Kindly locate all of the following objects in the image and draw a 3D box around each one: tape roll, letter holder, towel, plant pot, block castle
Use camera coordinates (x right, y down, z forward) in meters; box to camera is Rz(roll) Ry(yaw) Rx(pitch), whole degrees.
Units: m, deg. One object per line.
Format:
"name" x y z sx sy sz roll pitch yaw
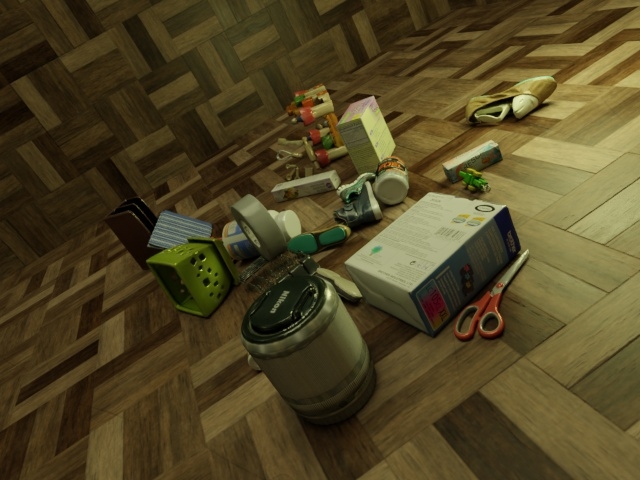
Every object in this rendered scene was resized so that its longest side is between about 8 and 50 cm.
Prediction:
"tape roll" -0.202 -0.042 1.613 0.072 0.219 0.219 -37 28 -15
"letter holder" -0.779 -0.038 2.223 0.214 0.302 0.152 -9 33 35
"towel" -0.611 -0.024 2.180 0.336 0.243 0.040 -101 30 -62
"plant pot" -0.431 0.109 1.730 0.228 0.227 0.207 4 35 48
"block castle" -0.025 -0.567 2.416 0.213 0.303 0.453 -20 28 4

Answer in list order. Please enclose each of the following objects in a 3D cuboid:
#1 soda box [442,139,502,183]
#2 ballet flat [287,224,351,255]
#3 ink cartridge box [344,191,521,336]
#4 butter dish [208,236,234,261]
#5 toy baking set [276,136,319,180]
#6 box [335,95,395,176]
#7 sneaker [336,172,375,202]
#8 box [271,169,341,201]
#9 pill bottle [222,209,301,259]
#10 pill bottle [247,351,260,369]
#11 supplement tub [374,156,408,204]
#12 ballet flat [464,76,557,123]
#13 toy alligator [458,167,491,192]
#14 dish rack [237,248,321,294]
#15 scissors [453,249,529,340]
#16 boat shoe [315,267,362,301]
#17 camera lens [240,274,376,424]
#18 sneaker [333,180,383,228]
"soda box" 0.503 -0.261 1.639 0.183 0.058 0.063 -27 27 6
"ballet flat" 0.000 0.000 1.681 0.232 0.080 0.073 -13 3 25
"ink cartridge box" 0.300 0.022 1.243 0.395 0.151 0.270 -40 29 -17
"butter dish" -0.405 0.038 1.933 0.160 0.118 0.160 -5 35 40
"toy baking set" -0.110 -0.374 2.252 0.197 0.256 0.030 -25 -5 33
"box" 0.190 -0.425 2.021 0.117 0.243 0.213 -11 33 31
"sneaker" 0.148 -0.194 1.882 0.166 0.065 0.076 -31 43 4
"box" -0.067 -0.232 2.133 0.324 0.063 0.067 -9 34 34
"pill bottle" -0.214 -0.026 1.822 0.272 0.152 0.152 -14 31 26
"pill bottle" -0.164 0.288 1.327 0.065 0.065 0.116 -27 28 4
"supplement tub" 0.251 -0.218 1.742 0.117 0.117 0.190 -20 29 18
"ballet flat" 0.693 -0.500 1.831 0.342 0.116 0.124 -4 57 41
"toy alligator" 0.490 -0.179 1.522 0.051 0.056 0.189 8 21 -17
"dish rack" -0.148 0.106 1.624 0.208 0.074 0.271 -39 27 -22
"scissors" 0.394 0.116 1.131 0.109 0.021 0.297 -5 37 42
"boat shoe" 0.048 0.140 1.407 0.206 0.075 0.065 29 105 54
"camera lens" -0.023 0.229 1.060 0.219 0.274 0.219 -23 27 13
"sneaker" 0.122 -0.122 1.736 0.163 0.086 0.226 -21 29 11
